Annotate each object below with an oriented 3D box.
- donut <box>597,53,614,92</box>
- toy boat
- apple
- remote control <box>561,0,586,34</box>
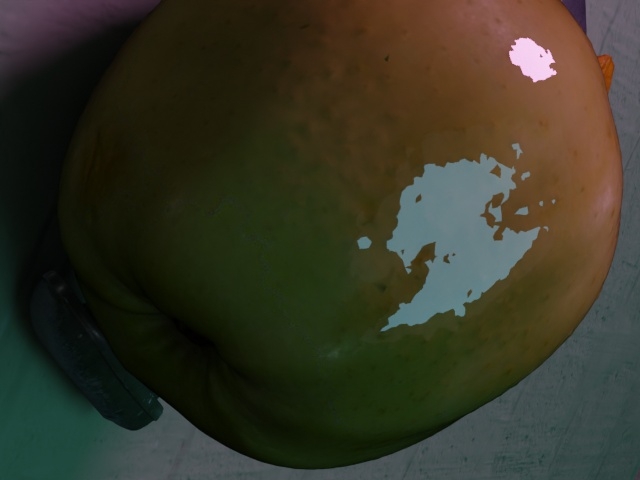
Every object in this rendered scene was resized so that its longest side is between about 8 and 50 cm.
[{"bbox_3d":[0.339,-0.177,2.225,0.162,0.065,0.178,-34,140,-53],"label":"donut"},{"bbox_3d":[-0.198,0.093,1.478,0.085,0.078,0.260,-39,150,-9],"label":"toy boat"},{"bbox_3d":[0.012,-0.037,1.351,0.473,0.473,0.474,-42,147,-36],"label":"apple"},{"bbox_3d":[0.282,-0.321,1.977,0.107,0.044,0.377,-47,156,-12],"label":"remote control"}]
